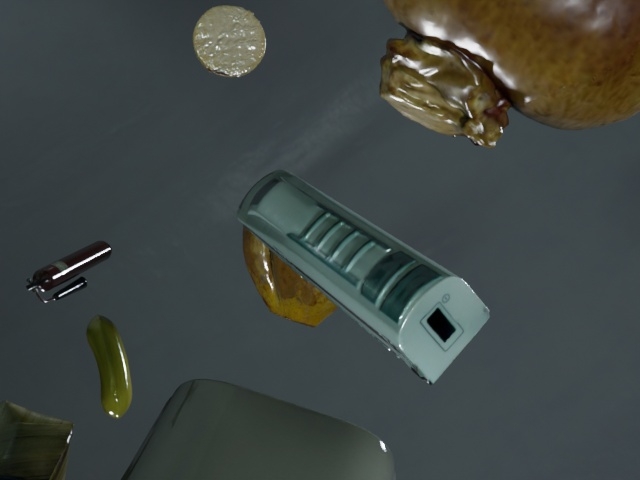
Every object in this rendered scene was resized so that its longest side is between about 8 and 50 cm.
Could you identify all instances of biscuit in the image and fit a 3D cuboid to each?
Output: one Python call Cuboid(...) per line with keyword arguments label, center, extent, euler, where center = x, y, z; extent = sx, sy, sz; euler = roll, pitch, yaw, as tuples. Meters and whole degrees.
Cuboid(label="biscuit", center=(-0.145, -0.319, 1.226), extent=(0.120, 0.120, 0.015), euler=(-31, -177, -7))

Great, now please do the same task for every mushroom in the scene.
Cuboid(label="mushroom", center=(0.150, -0.199, 0.537), extent=(0.263, 0.195, 0.283), euler=(22, 107, -11))

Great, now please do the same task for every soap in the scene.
Cuboid(label="soap", center=(-0.280, 0.167, 1.022), extent=(0.045, 0.140, 0.089), euler=(-13, 169, -17))

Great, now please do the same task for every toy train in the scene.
Cuboid(label="toy train", center=(0.000, 0.000, 0.797), extent=(0.086, 0.407, 0.088), euler=(-49, 128, -4))

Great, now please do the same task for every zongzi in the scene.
Cuboid(label="zongzi", center=(-0.348, 0.324, 0.805), extent=(0.112, 0.242, 0.221), euler=(18, 131, -15))

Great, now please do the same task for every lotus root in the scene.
Cuboid(label="lotus root", center=(-0.043, 0.047, 1.270), extent=(0.199, 0.179, 0.188), euler=(12, 179, -4))

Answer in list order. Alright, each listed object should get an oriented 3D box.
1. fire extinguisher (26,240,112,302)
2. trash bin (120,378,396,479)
Cuboid(label="fire extinguisher", center=(-0.318, 0.043, 0.968), extent=(0.173, 0.035, 0.048), euler=(-43, 148, -68))
Cuboid(label="trash bin", center=(-0.062, 0.243, 0.478), extent=(0.250, 0.219, 0.219), euler=(-68, 176, -46))
